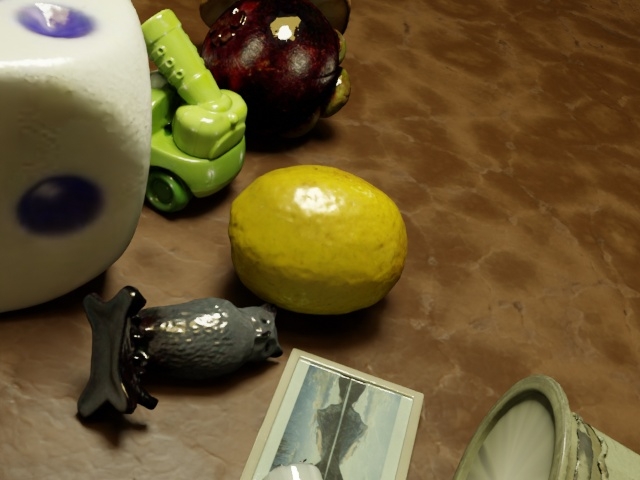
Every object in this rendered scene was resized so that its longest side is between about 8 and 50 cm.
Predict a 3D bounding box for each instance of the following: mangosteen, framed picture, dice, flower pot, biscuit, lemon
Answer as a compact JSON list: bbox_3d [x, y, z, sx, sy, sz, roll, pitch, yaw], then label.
[{"bbox_3d":[-0.063,-0.234,1.243,0.210,0.210,0.210,11,39,-9],"label":"mangosteen"},{"bbox_3d":[0.015,0.199,0.891,0.150,0.015,0.203,20,39,3],"label":"framed picture"},{"bbox_3d":[-0.345,-0.114,0.893,0.304,0.304,0.277,-5,44,-26],"label":"dice"},{"bbox_3d":[0.232,0.246,0.790,0.203,0.212,0.212,23,38,-9],"label":"flower pot"},{"bbox_3d":[-0.058,-0.328,1.335,0.203,0.260,0.041,24,68,-35],"label":"biscuit"},{"bbox_3d":[0.000,0.000,0.999,0.207,0.170,0.170,8,40,-14],"label":"lemon"}]

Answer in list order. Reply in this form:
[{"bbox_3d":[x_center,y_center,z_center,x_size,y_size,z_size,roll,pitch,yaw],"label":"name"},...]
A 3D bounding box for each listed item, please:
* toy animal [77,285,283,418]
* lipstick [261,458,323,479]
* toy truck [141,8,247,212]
[{"bbox_3d":[-0.138,0.107,0.912,0.210,0.121,0.117,3,-6,-43],"label":"toy animal"},{"bbox_3d":[0.007,0.301,0.720,0.059,0.059,0.264,0,46,-21],"label":"lipstick"},{"bbox_3d":[-0.167,-0.146,1.097,0.187,0.210,0.148,45,43,4],"label":"toy truck"}]
